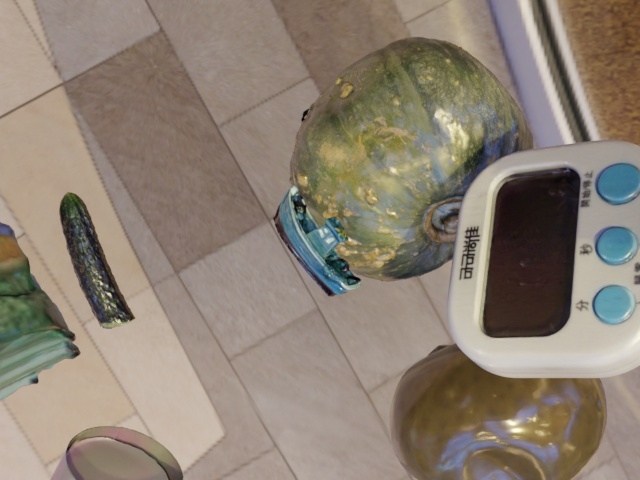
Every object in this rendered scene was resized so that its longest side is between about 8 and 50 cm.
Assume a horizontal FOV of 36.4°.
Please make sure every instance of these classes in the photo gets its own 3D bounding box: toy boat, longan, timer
[{"bbox_3d":[0.000,0.000,1.102,0.061,0.060,0.137,-40,79,20],"label":"toy boat"},{"bbox_3d":[0.281,0.273,1.558,0.350,0.288,0.288,-12,102,1],"label":"longan"},{"bbox_3d":[0.260,0.021,1.048,0.087,0.237,0.262,38,55,-47],"label":"timer"}]

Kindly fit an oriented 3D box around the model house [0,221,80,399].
[{"bbox_3d":[-0.433,0.026,0.879,0.295,0.252,0.329,-30,76,-16],"label":"model house"}]

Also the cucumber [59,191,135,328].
[{"bbox_3d":[-0.335,0.029,1.423,0.058,0.052,0.215,-25,84,10],"label":"cucumber"}]

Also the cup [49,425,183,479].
[{"bbox_3d":[-0.267,0.364,1.101,0.203,0.203,0.288,20,111,-12],"label":"cup"}]

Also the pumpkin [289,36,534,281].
[{"bbox_3d":[0.108,-0.106,1.300,0.327,0.257,0.291,-33,140,9],"label":"pumpkin"}]
